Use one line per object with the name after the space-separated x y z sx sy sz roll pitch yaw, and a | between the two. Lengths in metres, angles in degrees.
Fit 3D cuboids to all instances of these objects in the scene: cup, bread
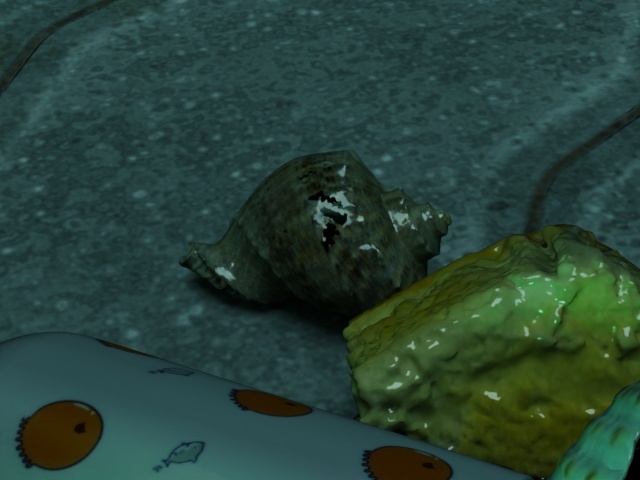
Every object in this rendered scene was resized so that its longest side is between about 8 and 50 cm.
-0.068 0.177 0.727 0.317 0.212 0.212 16 45 19 | cup
0.147 0.073 0.854 0.262 0.163 0.204 16 8 -3 | bread

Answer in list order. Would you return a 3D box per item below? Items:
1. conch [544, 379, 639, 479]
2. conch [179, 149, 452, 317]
0.195 0.195 0.652 0.303 0.215 0.319 -3 80 -33 | conch
0.000 0.000 1.028 0.207 0.130 0.155 -14 4 18 | conch
